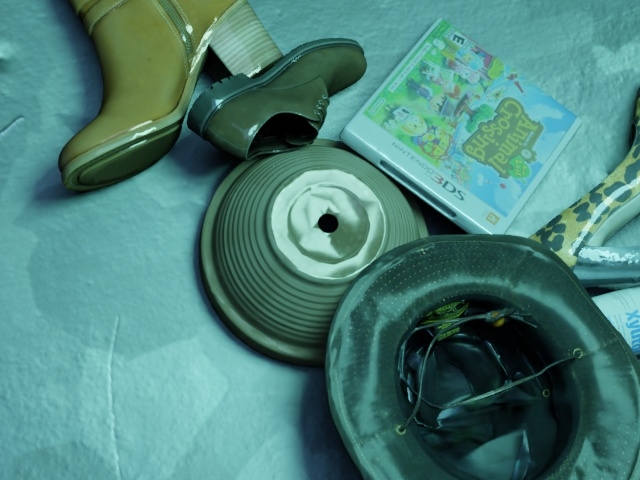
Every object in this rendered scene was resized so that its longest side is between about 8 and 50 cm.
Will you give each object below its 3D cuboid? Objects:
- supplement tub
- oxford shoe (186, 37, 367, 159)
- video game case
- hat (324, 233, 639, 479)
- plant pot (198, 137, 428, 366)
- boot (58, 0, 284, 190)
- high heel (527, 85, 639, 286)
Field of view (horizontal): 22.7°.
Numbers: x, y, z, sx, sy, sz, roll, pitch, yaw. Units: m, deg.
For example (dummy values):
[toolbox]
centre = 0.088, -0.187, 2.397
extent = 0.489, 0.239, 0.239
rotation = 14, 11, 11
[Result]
[supplement tub]
centre = 0.313, 0.084, 1.626
extent = 0.107, 0.071, 0.071
rotation = -15, 76, -12
[oxford shoe]
centre = -0.023, -0.135, 1.611
extent = 0.096, 0.083, 0.227
rotation = 41, 51, 21
[video game case]
centre = 0.150, -0.116, 1.653
extent = 0.193, 0.023, 0.212
rotation = 37, 52, 3
[hat]
centre = 0.149, 0.162, 1.546
extent = 0.331, 0.134, 0.331
rotation = 4, 67, -9
[plant pot]
centre = 0.000, 0.000, 1.583
extent = 0.237, 0.110, 0.237
rotation = 2, 74, -8
[boot]
centre = -0.201, -0.197, 1.610
extent = 0.283, 0.109, 0.220
rotation = -39, 83, -19
[high heel]
centre = 0.285, -0.067, 1.672
extent = 0.186, 0.093, 0.261
rotation = -3, 58, 13
